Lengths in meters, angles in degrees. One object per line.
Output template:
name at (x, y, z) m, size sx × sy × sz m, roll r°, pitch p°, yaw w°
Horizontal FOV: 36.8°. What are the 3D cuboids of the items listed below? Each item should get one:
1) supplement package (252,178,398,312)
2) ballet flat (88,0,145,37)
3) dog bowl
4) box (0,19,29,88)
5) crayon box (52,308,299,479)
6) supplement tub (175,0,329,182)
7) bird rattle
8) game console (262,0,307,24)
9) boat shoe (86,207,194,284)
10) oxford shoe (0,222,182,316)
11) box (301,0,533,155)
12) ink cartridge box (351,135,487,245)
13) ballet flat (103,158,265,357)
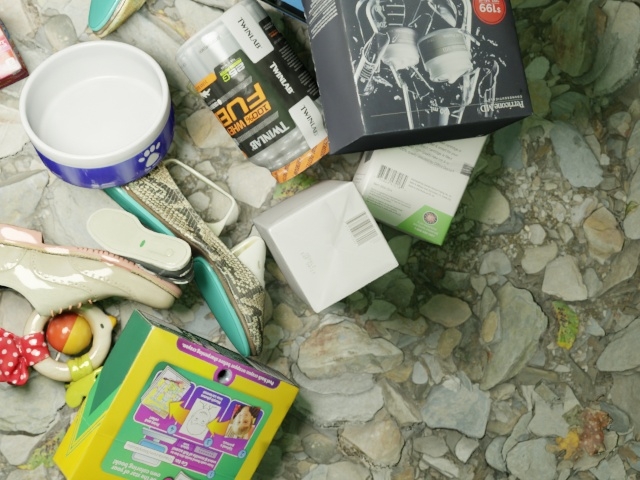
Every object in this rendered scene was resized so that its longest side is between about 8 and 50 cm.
supplement package at (0.000, 0.000, 1.805) m, size 0.175 × 0.293 × 0.177 m, roll -31°, pitch 100°, yaw -7°
ballet flat at (-0.335, -0.539, 1.800) m, size 0.123 × 0.123 × 0.348 m, roll 14°, pitch 94°, yaw -12°
dog bowl at (-0.399, -0.229, 1.743) m, size 0.265 × 0.104 × 0.265 m, roll -1°, pitch 61°, yaw 1°
box at (-0.676, -0.306, 1.738) m, size 0.257 × 0.122 × 0.128 m, roll -28°, pitch 98°, yaw -7°
crayon box at (-0.263, 0.342, 1.813) m, size 0.363 × 0.106 × 0.313 m, roll 30°, pitch 89°, yaw -36°
supplement tub at (-0.110, -0.277, 1.814) m, size 0.193 × 0.193 × 0.316 m, roll -38°, pitch 100°, yaw -6°
bird rattle at (-0.499, 0.204, 1.839) m, size 0.253 × 0.143 × 0.207 m, roll 23°, pitch 78°, yaw 1°
game console at (-0.023, -0.566, 1.809) m, size 0.293 × 0.173 × 0.250 m, roll 25°, pitch 116°, yaw -12°
boat shoe at (-0.329, 0.013, 1.747) m, size 0.233 × 0.079 × 0.084 m, roll 24°, pitch 66°, yaw 22°
oxford shoe at (-0.460, 0.083, 1.794) m, size 0.397 × 0.140 × 0.146 m, roll 15°, pitch 76°, yaw -1°
box at (0.172, -0.339, 1.745) m, size 0.343 × 0.179 × 0.312 m, roll -10°, pitch 87°, yaw -21°
ink cartridge box at (0.193, -0.154, 1.920) m, size 0.198 × 0.115 × 0.273 m, roll 23°, pitch 90°, yaw -13°
ballet flat at (-0.218, -0.006, 1.844) m, size 0.182 × 0.164 × 0.483 m, roll -42°, pitch 98°, yaw -20°
